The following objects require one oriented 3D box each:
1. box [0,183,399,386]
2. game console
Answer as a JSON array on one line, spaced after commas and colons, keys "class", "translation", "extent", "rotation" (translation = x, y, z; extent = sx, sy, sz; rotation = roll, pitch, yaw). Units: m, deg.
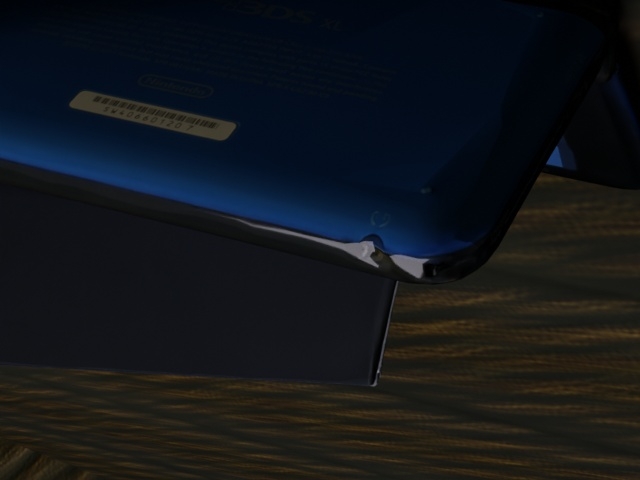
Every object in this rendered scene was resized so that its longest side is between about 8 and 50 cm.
[{"class": "box", "translation": [-0.112, -0.009, 0.849], "extent": [0.261, 0.103, 0.184], "rotation": [5, -167, -23]}, {"class": "game console", "translation": [-0.018, -0.042, 0.773], "extent": [0.293, 0.250, 0.173], "rotation": [13, 135, 23]}]
